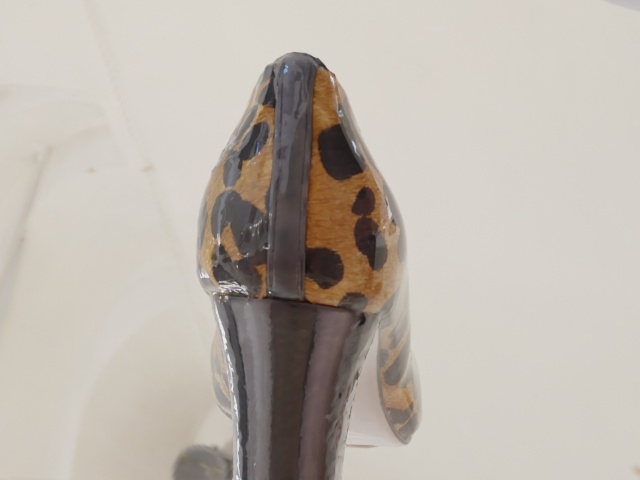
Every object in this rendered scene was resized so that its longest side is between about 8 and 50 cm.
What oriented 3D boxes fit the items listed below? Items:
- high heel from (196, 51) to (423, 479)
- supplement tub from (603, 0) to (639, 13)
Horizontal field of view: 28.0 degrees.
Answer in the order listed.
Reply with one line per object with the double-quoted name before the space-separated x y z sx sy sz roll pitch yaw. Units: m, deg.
"high heel" 0.000 0.000 0.511 0.093 0.261 0.186 3 -71 1
"supplement tub" 0.162 -0.236 0.335 0.235 0.235 0.325 10 -98 -41
